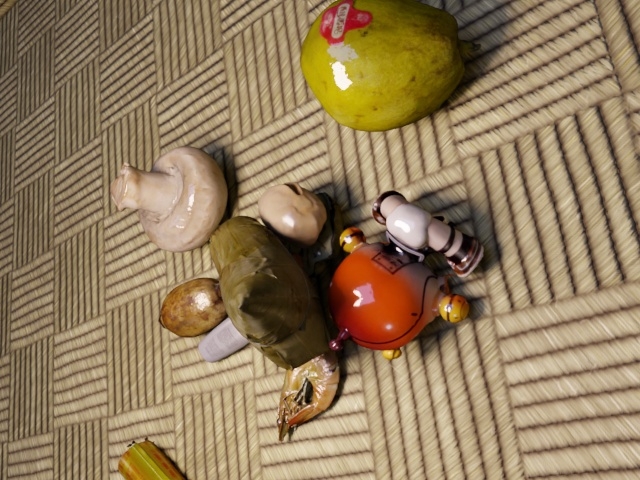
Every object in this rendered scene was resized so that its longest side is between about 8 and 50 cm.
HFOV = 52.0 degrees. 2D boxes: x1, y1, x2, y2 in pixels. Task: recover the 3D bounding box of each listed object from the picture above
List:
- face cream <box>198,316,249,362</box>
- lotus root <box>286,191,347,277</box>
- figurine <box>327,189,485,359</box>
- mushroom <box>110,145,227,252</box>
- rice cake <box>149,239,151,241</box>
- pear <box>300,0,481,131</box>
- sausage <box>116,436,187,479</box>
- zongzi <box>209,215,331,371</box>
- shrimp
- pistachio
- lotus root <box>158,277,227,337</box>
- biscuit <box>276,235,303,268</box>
[{"bbox_3d":[-0.231,0.245,1.690,0.198,0.057,0.084,-35,92,29],"label":"face cream"},{"bbox_3d":[0.000,-0.004,1.537,0.183,0.078,0.204,-12,68,51],"label":"lotus root"},{"bbox_3d":[0.139,0.081,1.313,0.320,0.196,0.323,33,102,31],"label":"figurine"},{"bbox_3d":[-0.407,-0.118,1.772,0.297,0.290,0.298,-10,75,41],"label":"mushroom"},{"bbox_3d":[-0.457,-0.090,1.981,0.124,0.038,0.211,6,85,41],"label":"rice cake"},{"bbox_3d":[0.144,-0.374,1.371,0.375,0.287,0.287,-4,77,21],"label":"pear"},{"bbox_3d":[-0.406,0.650,1.721,0.317,0.117,0.125,26,113,40],"label":"sausage"},{"bbox_3d":[-0.148,0.055,1.307,0.174,0.393,0.356,-35,61,2],"label":"zongzi"},{"bbox_3d":[-0.036,0.348,1.503,0.145,0.061,0.267,32,100,31],"label":"shrimp"},{"bbox_3d":[-0.070,-0.061,1.483,0.223,0.126,0.152,28,133,54],"label":"pistachio"},{"bbox_3d":[-0.343,0.183,1.751,0.260,0.128,0.145,-25,93,32],"label":"lotus root"},{"bbox_3d":[-0.107,0.111,1.553,0.205,0.049,0.324,-38,55,44],"label":"biscuit"}]
